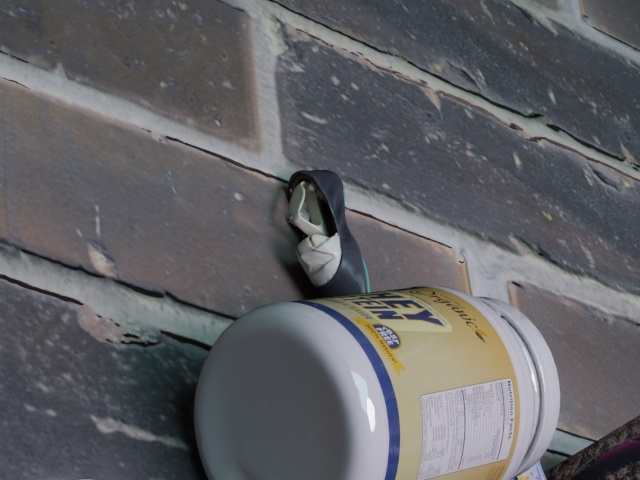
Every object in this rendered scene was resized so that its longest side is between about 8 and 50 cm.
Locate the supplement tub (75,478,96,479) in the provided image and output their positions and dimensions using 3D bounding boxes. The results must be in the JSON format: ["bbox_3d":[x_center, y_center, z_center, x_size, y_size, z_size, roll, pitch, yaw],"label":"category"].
[{"bbox_3d":[-0.184,0.361,1.236,0.235,0.235,0.325,-9,67,-48],"label":"supplement tub"}]

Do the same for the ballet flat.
[{"bbox_3d":[0.000,0.000,1.849,0.074,0.074,0.203,21,41,-33],"label":"ballet flat"}]

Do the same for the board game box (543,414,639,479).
[{"bbox_3d":[0.364,0.345,1.801,0.141,0.232,0.291,27,43,-26],"label":"board game box"}]

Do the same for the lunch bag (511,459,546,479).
[{"bbox_3d":[0.202,0.257,1.840,0.053,0.071,0.083,0,60,-44],"label":"lunch bag"}]

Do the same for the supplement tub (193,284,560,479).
[{"bbox_3d":[0.062,0.161,1.650,0.316,0.228,0.228,-5,64,-47],"label":"supplement tub"}]
